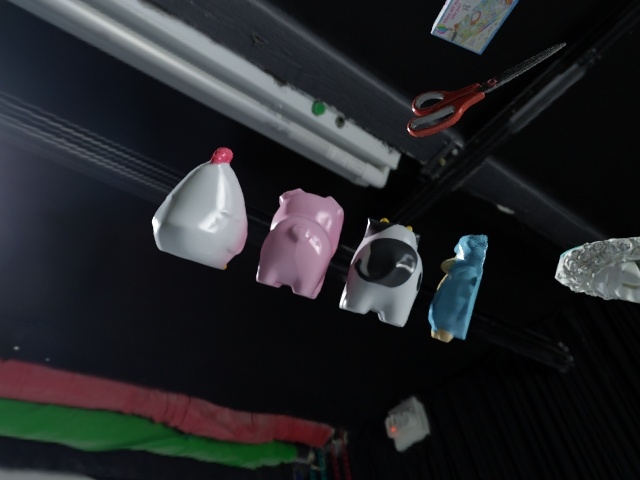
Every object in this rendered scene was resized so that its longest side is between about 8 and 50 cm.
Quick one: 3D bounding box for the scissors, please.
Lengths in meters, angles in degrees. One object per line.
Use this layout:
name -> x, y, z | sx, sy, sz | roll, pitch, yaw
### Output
scissors -> 0.296, -0.265, 1.052 | 0.297, 0.109, 0.021 | -15, -42, 24

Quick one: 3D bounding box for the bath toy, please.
bath toy -> 0.000, 0.000, 0.629 | 0.348, 0.129, 0.151 | 17, -5, -1

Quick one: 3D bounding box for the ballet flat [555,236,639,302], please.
ballet flat -> 0.709, 0.066, 1.222 | 0.408, 0.147, 0.147 | -8, -39, 22

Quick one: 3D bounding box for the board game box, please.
board game box -> 0.274, -0.407, 1.029 | 0.103, 0.026, 0.154 | 21, -27, -5
